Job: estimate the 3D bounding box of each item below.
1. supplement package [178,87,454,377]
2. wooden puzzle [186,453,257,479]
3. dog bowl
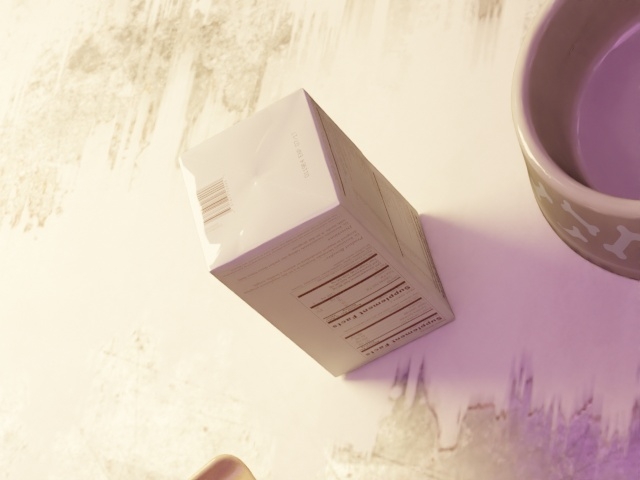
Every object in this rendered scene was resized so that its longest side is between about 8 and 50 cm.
[{"bbox_3d":[0.000,0.000,1.612,0.134,0.244,0.139,-27,53,14],"label":"supplement package"},{"bbox_3d":[-0.102,0.347,1.618,0.221,0.044,0.238,-41,56,5],"label":"wooden puzzle"},{"bbox_3d":[0.328,-0.137,1.586,0.349,0.102,0.348,-15,57,24],"label":"dog bowl"}]
